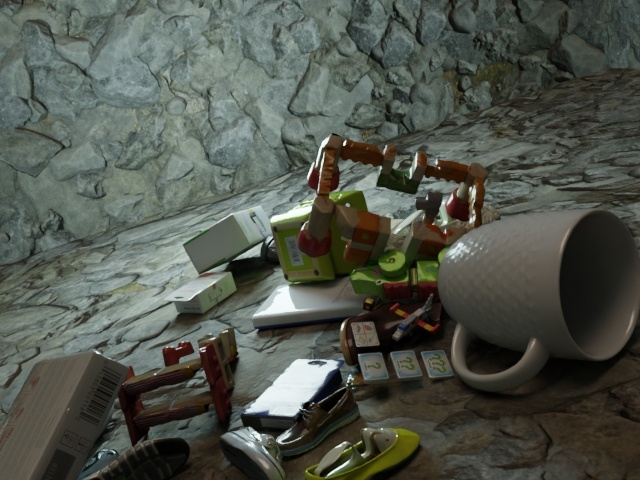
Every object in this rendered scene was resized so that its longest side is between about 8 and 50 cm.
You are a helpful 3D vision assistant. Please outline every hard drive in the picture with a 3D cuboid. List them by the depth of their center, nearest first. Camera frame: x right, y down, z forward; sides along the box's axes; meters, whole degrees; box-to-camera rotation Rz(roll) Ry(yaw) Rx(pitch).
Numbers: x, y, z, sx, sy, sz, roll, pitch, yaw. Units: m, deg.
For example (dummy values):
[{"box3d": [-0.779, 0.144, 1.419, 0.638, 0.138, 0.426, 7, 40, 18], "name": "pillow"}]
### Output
[{"box3d": [0.003, 0.157, 2.031, 0.319, 0.040, 0.210, -9, 18, 23], "name": "hard drive"}]

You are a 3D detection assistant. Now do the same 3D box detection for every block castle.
[{"box3d": [0.183, -0.062, 1.917, 0.454, 0.212, 0.303, 11, 51, -4], "name": "block castle"}]

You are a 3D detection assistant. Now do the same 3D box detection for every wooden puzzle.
[{"box3d": [0.081, 0.289, 1.608, 0.049, 0.006, 0.083, -11, 18, 16], "name": "wooden puzzle"}]

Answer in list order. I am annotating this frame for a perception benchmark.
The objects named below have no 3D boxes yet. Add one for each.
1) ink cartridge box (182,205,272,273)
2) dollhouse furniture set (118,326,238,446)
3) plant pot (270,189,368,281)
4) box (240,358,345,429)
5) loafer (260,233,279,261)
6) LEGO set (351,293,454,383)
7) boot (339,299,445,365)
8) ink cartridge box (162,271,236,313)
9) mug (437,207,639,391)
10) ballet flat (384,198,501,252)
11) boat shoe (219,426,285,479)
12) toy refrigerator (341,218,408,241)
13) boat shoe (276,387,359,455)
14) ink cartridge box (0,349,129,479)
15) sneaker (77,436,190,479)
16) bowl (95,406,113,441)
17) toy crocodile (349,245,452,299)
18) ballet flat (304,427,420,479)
[{"box3d": [-0.288, -0.006, 2.503, 0.201, 0.117, 0.278, -30, 0, 17], "name": "ink cartridge box"}, {"box3d": [-0.295, 0.312, 1.716, 0.201, 0.152, 0.374, -16, 0, 2], "name": "dollhouse furniture set"}, {"box3d": [0.000, 0.000, 2.144, 0.207, 0.228, 0.227, -21, 9, -40], "name": "plant pot"}, {"box3d": [-0.047, 0.314, 1.594, 0.137, 0.036, 0.225, -5, 21, 32], "name": "box"}, {"box3d": [-0.083, -0.011, 2.573, 0.095, 0.109, 0.302, 16, 38, 26], "name": "loafer"}, {"box3d": [0.160, 0.189, 1.593, 0.183, 0.060, 0.244, -3, 34, -6], "name": "LEGO set"}, {"box3d": [0.161, 0.190, 1.693, 0.207, 0.090, 0.248, -12, 12, 19], "name": "boot"}, {"box3d": [-0.360, 0.163, 2.303, 0.115, 0.067, 0.198, -3, 20, 38], "name": "ink cartridge box"}, {"box3d": [0.381, 0.121, 1.488, 0.328, 0.276, 0.374, -2, 52, 52], "name": "mug"}, {"box3d": [0.337, -0.041, 2.166, 0.409, 0.147, 0.147, -25, 19, -25], "name": "ballet flat"}, {"box3d": [-0.109, 0.376, 1.379, 0.076, 0.083, 0.226, -26, 19, -25], "name": "boat shoe"}, {"box3d": [0.133, 0.000, 2.300, 0.270, 0.102, 0.094, -2, 22, 41], "name": "toy refrigerator"}, {"box3d": [-0.013, 0.335, 1.448, 0.183, 0.066, 0.066, -27, 20, -30], "name": "boat shoe"}, {"box3d": [-0.557, 0.388, 1.554, 0.385, 0.091, 0.308, -18, 44, 52], "name": "ink cartridge box"}, {"box3d": [-0.370, 0.420, 1.484, 0.229, 0.086, 0.132, -22, 16, -14], "name": "sneaker"}, {"box3d": [-0.531, 0.411, 1.711, 0.142, 0.053, 0.142, -14, 17, 10], "name": "bowl"}, {"box3d": [0.236, 0.089, 1.767, 0.341, 0.115, 0.105, -4, 50, 11], "name": "toy crocodile"}, {"box3d": [0.070, 0.358, 1.283, 0.231, 0.077, 0.077, -25, 18, -25], "name": "ballet flat"}]
